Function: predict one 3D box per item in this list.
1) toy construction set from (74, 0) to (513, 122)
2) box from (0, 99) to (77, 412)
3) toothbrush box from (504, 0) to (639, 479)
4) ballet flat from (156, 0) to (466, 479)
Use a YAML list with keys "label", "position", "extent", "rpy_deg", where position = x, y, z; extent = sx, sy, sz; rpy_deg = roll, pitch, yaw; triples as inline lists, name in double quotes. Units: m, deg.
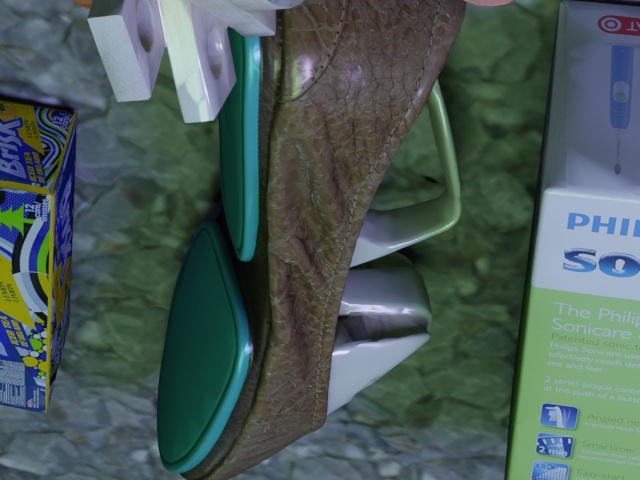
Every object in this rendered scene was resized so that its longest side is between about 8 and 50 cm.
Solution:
- label: "toy construction set"
  position: [0.083, -0.103, 0.658]
  extent: [0.327, 0.215, 0.151]
  rpy_deg: [3, 152, 1]
- label: "box"
  position: [-0.153, 0.009, 0.956]
  extent: [0.054, 0.059, 0.169]
  rpy_deg: [10, 138, -2]
- label: "toothbrush box"
  position: [0.194, 0.043, 0.880]
  extent: [0.206, 0.122, 0.283]
  rpy_deg: [5, 139, 6]
- label: "ballet flat"
  position: [0.000, 0.000, 0.899]
  extent: [0.124, 0.116, 0.342]
  rpy_deg: [-3, 136, -15]
